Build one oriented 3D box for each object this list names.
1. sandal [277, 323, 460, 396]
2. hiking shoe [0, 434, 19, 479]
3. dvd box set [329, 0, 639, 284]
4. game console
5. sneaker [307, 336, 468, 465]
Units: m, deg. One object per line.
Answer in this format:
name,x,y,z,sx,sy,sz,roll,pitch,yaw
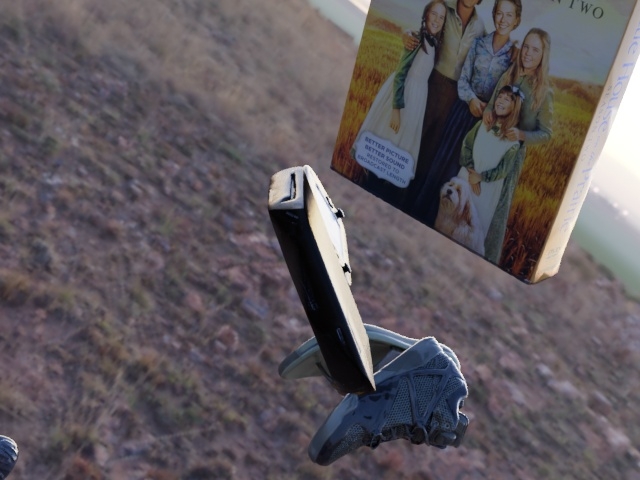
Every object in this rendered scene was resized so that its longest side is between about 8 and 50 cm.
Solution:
sandal,0.085,0.191,1.377,0.303,0.120,0.086,10,48,-27
hiking shoe,-0.454,0.252,1.171,0.086,0.227,0.114,56,32,-32
dvd box set,0.179,-0.204,1.005,0.308,0.420,0.062,34,33,32
game console,0.000,0.000,1.039,0.361,0.044,0.213,-95,165,-67
sneaker,0.098,0.230,1.191,0.130,0.227,0.087,47,-26,23
